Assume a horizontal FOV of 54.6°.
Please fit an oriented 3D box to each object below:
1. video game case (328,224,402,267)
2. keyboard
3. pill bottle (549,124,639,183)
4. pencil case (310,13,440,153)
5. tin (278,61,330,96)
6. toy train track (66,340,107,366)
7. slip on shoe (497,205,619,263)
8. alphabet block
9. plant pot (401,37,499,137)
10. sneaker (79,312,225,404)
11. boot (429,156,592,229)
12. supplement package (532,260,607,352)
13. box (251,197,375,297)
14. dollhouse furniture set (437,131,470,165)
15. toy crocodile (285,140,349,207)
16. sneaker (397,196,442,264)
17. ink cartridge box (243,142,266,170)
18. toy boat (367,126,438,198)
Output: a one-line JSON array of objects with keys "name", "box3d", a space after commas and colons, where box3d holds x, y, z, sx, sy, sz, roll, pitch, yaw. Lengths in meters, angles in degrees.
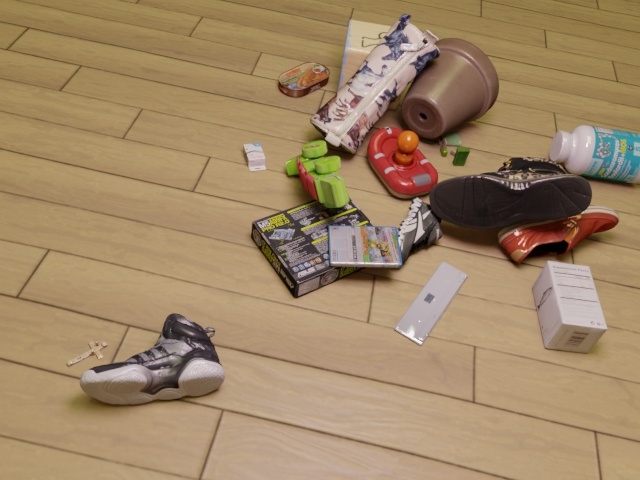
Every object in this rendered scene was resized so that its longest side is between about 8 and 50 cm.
[{"name": "video game case", "box3d": [0.102, 0.013, 1.455, 0.166, 0.015, 0.119, 1, 48, -3]}, {"name": "keyboard", "box3d": [0.264, 0.142, 1.456, 0.072, 0.014, 0.256, 27, 49, 21]}, {"name": "pill bottle", "box3d": [0.816, -0.255, 1.812, 0.263, 0.146, 0.146, 8, 47, -1]}, {"name": "pencil case", "box3d": [0.150, -0.424, 1.730, 0.160, 0.183, 0.410, 41, 91, -4]}, {"name": "tin", "box3d": [-0.053, -0.515, 1.984, 0.189, 0.040, 0.106, -34, 65, -33]}, {"name": "toy train track", "box3d": [-0.473, 0.228, 1.257, 0.083, 0.014, 0.048, -29, 58, -30]}, {"name": "slip on shoe", "box3d": [0.617, -0.011, 1.587, 0.331, 0.123, 0.101, -12, 64, -14]}, {"name": "alphabet block", "box3d": [0.165, -0.550, 1.944, 0.196, 0.194, 0.193, 10, 49, 0]}, {"name": "plant pot", "box3d": [0.357, -0.422, 1.831, 0.263, 0.263, 0.229, 31, 60, 19]}, {"name": "sneaker", "box3d": [-0.329, 0.230, 1.224, 0.268, 0.101, 0.153, 0, 47, -17]}, {"name": "boot", "box3d": [0.481, -0.134, 1.613, 0.376, 0.138, 0.284, -5, 15, 15]}, {"name": "supplement package", "box3d": [0.569, 0.152, 1.430, 0.105, 0.105, 0.179, 7, 47, -2]}, {"name": "box", "box3d": [0.000, 0.000, 1.509, 0.269, 0.060, 0.216, -22, 54, -27]}, {"name": "dollhouse furniture set", "box3d": [0.394, -0.292, 1.836, 0.076, 0.059, 0.152, 1, 48, -9]}, {"name": "toy crocodile", "box3d": [-0.007, -0.161, 1.548, 0.105, 0.115, 0.340, -18, 28, -8]}, {"name": "sneaker", "box3d": [0.248, -0.017, 1.551, 0.106, 0.078, 0.234, 20, 46, 12]}, {"name": "ink cartridge box", "box3d": [-0.180, -0.230, 1.708, 0.048, 0.028, 0.083, -9, 51, -17]}, {"name": "toy boat", "box3d": [0.227, -0.235, 1.695, 0.150, 0.151, 0.231, -16, 52, -22]}]
